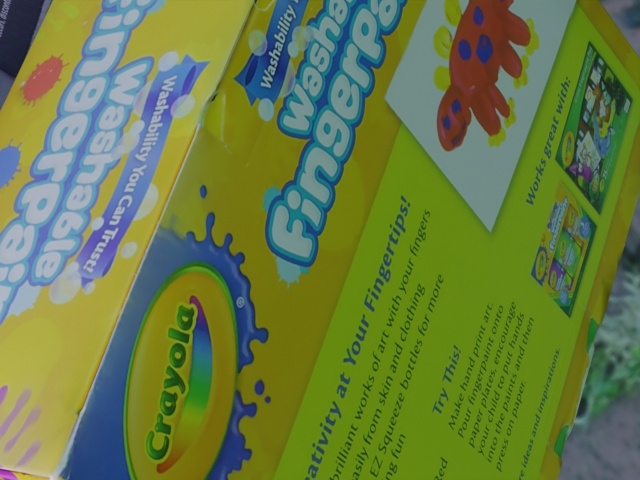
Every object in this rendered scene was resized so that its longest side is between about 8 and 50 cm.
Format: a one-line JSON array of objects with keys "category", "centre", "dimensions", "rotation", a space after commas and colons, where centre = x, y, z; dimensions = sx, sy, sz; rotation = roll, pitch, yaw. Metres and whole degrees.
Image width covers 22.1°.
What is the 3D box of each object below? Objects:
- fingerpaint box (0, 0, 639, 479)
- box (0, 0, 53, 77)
[{"category": "fingerpaint box", "centre": [0.000, 0.000, 0.918], "dimensions": [0.371, 0.163, 0.445], "rotation": [42, 58, -42]}, {"category": "box", "centre": [-0.265, -0.347, 1.019], "dimensions": [0.395, 0.212, 0.293], "rotation": [32, 66, -6]}]
